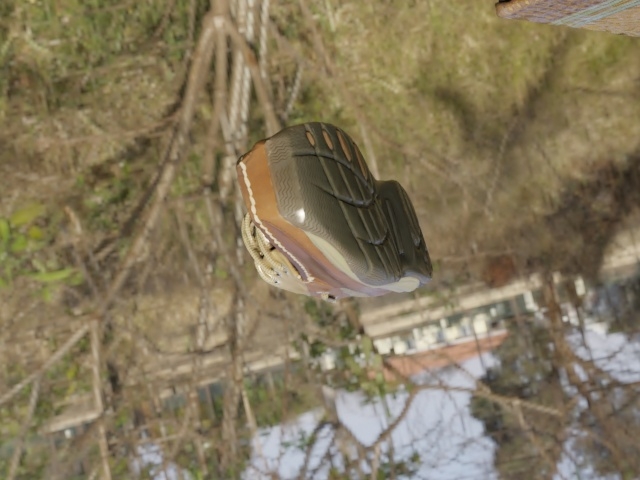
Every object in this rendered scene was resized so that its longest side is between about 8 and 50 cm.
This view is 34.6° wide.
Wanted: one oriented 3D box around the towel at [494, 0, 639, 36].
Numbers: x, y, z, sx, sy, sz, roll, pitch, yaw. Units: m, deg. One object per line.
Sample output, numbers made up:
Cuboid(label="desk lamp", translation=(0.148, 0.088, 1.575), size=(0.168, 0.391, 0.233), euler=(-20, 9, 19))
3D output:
Cuboid(label="towel", translation=(0.392, -0.234, 0.978), size=(0.370, 0.040, 0.271), euler=(2, 178, -23))

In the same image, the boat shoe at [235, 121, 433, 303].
Cuboid(label="boat shoe", translation=(0.000, 0.000, 0.829), size=(0.120, 0.122, 0.324), euler=(-18, 164, 15))
